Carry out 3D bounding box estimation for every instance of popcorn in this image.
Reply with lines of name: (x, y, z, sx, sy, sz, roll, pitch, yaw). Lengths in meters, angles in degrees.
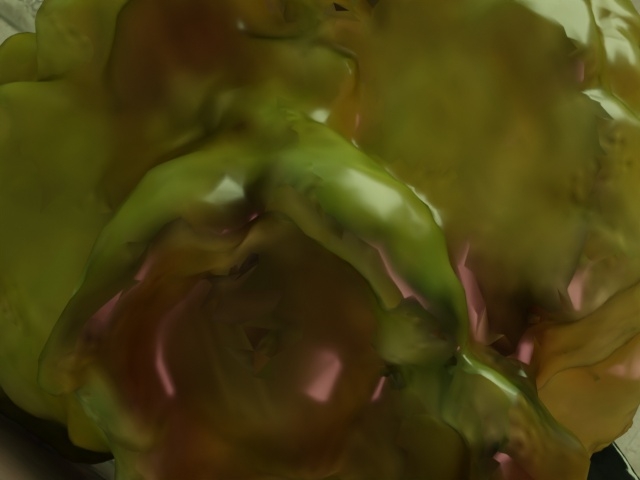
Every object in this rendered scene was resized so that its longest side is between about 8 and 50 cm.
popcorn: (0.000, 0.000, 0.573, 0.270, 0.258, 0.224, 33, -25, 30)

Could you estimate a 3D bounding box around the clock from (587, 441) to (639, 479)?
clock: (0.158, 0.191, 0.860, 0.281, 0.055, 0.280, 61, -2, 3)
